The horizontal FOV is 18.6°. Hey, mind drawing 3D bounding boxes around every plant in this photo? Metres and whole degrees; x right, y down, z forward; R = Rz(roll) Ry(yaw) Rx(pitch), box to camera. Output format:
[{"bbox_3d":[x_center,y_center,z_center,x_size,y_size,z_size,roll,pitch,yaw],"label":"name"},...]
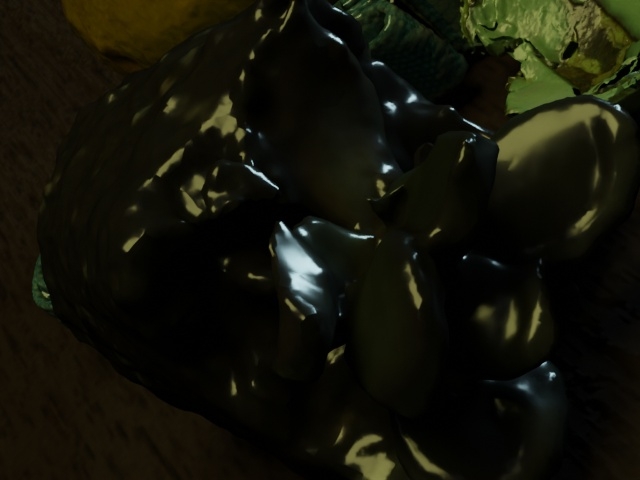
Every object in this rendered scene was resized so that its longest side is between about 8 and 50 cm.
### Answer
[{"bbox_3d":[0.000,0.000,0.852,0.276,0.188,0.199,8,60,56],"label":"plant"}]

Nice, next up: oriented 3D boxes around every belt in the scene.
[{"bbox_3d":[-0.034,-0.045,1.073,0.302,0.072,0.087,-38,26,18],"label":"belt"}]

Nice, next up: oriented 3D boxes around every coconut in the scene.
[{"bbox_3d":[0.131,-0.099,0.939,0.133,0.055,0.158,-31,34,22],"label":"coconut"}]

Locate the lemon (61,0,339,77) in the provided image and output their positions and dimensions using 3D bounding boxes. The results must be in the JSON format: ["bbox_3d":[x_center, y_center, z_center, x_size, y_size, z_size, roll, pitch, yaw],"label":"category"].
[{"bbox_3d":[-0.061,-0.186,1.163,0.256,0.188,0.188,-42,28,31],"label":"lemon"}]
